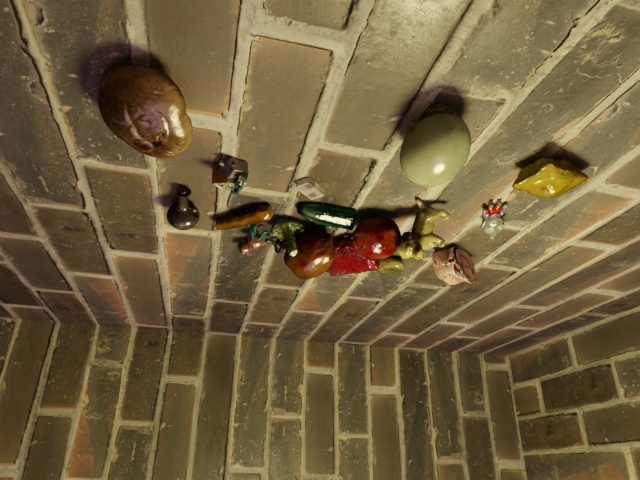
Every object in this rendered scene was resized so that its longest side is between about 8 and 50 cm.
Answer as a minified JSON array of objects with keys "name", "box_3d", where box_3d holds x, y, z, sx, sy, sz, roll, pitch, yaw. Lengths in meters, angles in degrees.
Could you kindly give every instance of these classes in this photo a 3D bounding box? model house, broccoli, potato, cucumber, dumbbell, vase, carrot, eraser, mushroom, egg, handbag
[{"name":"model house","box_3d":[-0.303,-0.219,1.583,0.100,0.087,0.101,15,146,-30]},{"name":"broccoli","box_3d":[-0.126,-0.010,1.885,0.123,0.204,0.118,21,116,-33]},{"name":"potato","box_3d":[0.329,0.117,2.260,0.138,0.070,0.091,-6,151,11]},{"name":"cucumber","box_3d":[0.022,-0.092,1.862,0.244,0.063,0.115,10,151,-15]},{"name":"dumbbell","box_3d":[-0.129,0.033,2.095,0.254,0.081,0.082,18,149,-31]},{"name":"vase","box_3d":[-0.510,-0.122,1.772,0.120,0.120,0.182,6,139,-9]},{"name":"carrot","box_3d":[-0.305,-0.087,1.878,0.260,0.070,0.070,-11,151,28]},{"name":"eraser","box_3d":[-0.037,-0.185,1.712,0.065,0.026,0.105,-12,151,30]},{"name":"mushroom","box_3d":[-0.465,-0.337,1.278,0.279,0.146,0.278,11,138,10]},{"name":"egg","box_3d":[0.328,-0.259,1.372,0.187,0.186,0.253,8,156,-15]},{"name":"handbag","box_3d":[0.598,0.116,2.141,0.116,0.179,0.205,-26,144,31]}]

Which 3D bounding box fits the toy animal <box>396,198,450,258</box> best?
[{"name":"toy animal","box_3d":[0.390,-0.027,1.812,0.169,0.233,0.121,17,-176,-21]}]

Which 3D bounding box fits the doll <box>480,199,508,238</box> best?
[{"name":"doll","box_3d":[0.675,-0.076,1.865,0.102,0.075,0.227,-12,140,4]}]

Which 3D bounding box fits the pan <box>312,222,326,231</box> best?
[{"name":"pan","box_3d":[0.006,-0.057,1.971,0.069,0.023,0.115,-5,153,10]}]

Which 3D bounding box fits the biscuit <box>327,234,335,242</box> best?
[{"name":"biscuit","box_3d":[0.000,0.000,2.090,0.130,0.019,0.119,1,154,-1]}]

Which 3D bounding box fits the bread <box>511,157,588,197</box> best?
[{"name":"bread","box_3d":[0.755,-0.210,1.578,0.233,0.088,0.161,14,156,-30]}]

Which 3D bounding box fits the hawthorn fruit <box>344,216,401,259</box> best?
[{"name":"hawthorn fruit","box_3d":[0.197,-0.005,1.876,0.235,0.181,0.181,-3,155,-17]}]

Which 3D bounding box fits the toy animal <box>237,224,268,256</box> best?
[{"name":"toy animal","box_3d":[-0.285,-0.001,2.043,0.103,0.100,0.208,-30,168,-34]}]

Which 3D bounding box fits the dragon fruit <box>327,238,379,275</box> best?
[{"name":"dragon fruit","box_3d":[0.134,0.070,2.104,0.262,0.162,0.189,-14,179,33]}]

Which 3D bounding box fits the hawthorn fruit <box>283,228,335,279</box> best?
[{"name":"hawthorn fruit","box_3d":[-0.026,0.039,1.961,0.208,0.208,0.248,20,133,-33]}]
